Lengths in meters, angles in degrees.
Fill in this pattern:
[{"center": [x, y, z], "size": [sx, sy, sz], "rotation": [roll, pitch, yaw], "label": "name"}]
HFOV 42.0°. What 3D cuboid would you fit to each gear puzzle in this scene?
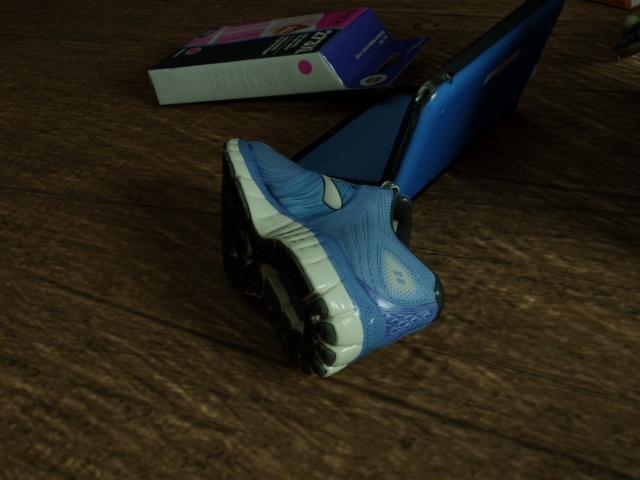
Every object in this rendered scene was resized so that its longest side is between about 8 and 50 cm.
[{"center": [0.496, -0.305, 0.951], "size": [0.339, 0.044, 0.175], "rotation": [-26, 2, 18], "label": "gear puzzle"}]

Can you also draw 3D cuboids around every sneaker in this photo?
[{"center": [0.000, 0.000, 0.758], "size": [0.147, 0.129, 0.330], "rotation": [-9, 33, -22], "label": "sneaker"}]

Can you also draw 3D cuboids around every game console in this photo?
[{"center": [0.096, -0.162, 0.917], "size": [0.173, 0.250, 0.293], "rotation": [36, 51, 16], "label": "game console"}]

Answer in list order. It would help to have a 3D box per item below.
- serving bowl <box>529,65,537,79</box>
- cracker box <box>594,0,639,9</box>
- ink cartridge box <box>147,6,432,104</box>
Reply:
[{"center": [0.243, -0.231, 1.097], "size": [0.083, 0.027, 0.083], "rotation": [-8, 32, 5], "label": "serving bowl"}, {"center": [0.502, -0.438, 1.295], "size": [0.232, 0.067, 0.156], "rotation": [-26, 35, -21], "label": "cracker box"}, {"center": [-0.046, -0.261, 1.178], "size": [0.371, 0.069, 0.175], "rotation": [3, 34, 28], "label": "ink cartridge box"}]
